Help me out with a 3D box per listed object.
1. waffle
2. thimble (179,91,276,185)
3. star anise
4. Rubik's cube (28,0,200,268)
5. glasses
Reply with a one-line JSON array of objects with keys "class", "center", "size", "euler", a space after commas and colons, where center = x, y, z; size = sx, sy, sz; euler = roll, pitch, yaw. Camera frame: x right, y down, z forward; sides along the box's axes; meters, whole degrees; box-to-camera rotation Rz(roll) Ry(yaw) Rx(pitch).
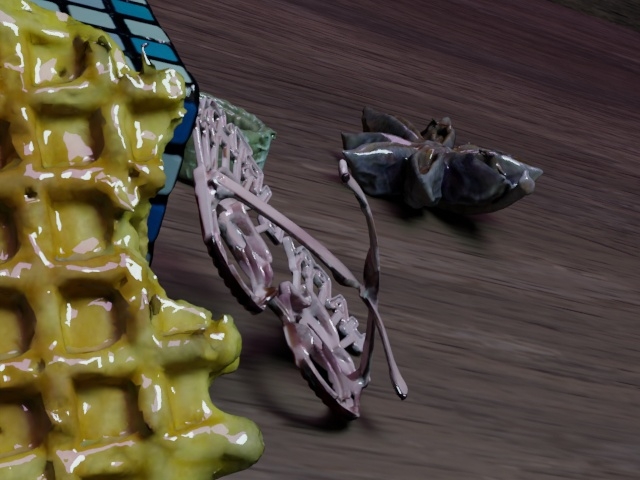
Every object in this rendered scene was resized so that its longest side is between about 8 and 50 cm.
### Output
[{"class": "waffle", "center": [-0.166, 0.013, 0.491], "size": [0.281, 0.058, 0.301], "euler": [-32, 88, -22]}, {"class": "thimble", "center": [-0.099, -0.089, 0.957], "size": [0.109, 0.062, 0.084], "euler": [21, 23, -5]}, {"class": "star anise", "center": [0.124, -0.071, 1.090], "size": [0.230, 0.081, 0.262], "euler": [4, 20, -37]}, {"class": "Rubik's cube", "center": [-0.200, -0.065, 0.675], "size": [0.184, 0.182, 0.187], "euler": [10, 27, -28]}, {"class": "glasses", "center": [-0.007, 0.000, 0.707], "size": [0.255, 0.095, 0.162], "euler": [59, 6, -30]}]
